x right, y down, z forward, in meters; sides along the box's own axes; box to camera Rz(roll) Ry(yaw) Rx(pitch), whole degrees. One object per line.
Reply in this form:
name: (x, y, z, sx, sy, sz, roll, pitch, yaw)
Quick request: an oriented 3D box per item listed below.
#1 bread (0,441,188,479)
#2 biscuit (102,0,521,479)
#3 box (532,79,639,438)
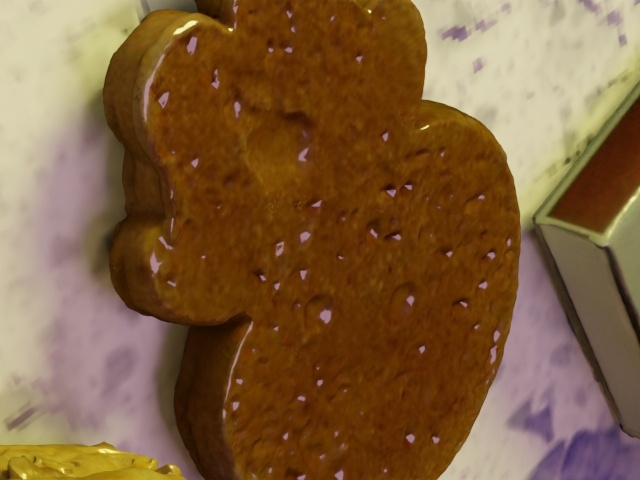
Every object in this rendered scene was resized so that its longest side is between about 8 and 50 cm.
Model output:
bread: (-0.084, 0.148, 0.404, 0.114, 0.083, 0.211, 0, 106, -51)
biscuit: (0.000, 0.000, 0.477, 0.124, 0.026, 0.175, -48, 134, -25)
box: (0.142, -0.030, 0.609, 0.177, 0.036, 0.115, -50, 136, -22)
